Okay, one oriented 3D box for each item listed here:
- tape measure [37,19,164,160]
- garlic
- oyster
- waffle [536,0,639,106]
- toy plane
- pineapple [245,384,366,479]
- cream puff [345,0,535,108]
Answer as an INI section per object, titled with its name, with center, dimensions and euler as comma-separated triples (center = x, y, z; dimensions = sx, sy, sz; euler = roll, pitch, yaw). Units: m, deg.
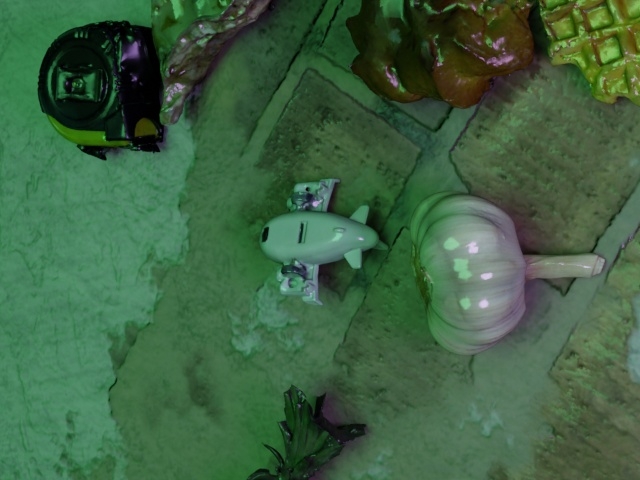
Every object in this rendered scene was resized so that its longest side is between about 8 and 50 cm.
[tape measure]
center = -0.314, -0.214, 1.928
dimensions = 0.186, 0.112, 0.199
euler = 2, 91, 32
[garlic]
center = 0.223, 0.024, 1.609
dimensions = 0.226, 0.199, 0.199
euler = -9, 86, 0
[oyster]
center = -0.132, -0.354, 1.837
dimensions = 0.396, 0.111, 0.204
euler = -47, 52, 23
[waffle]
center = 0.356, -0.314, 1.565
dimensions = 0.307, 0.060, 0.311
euler = 20, 99, 29
[toy plane]
center = -0.002, -0.001, 1.767
dimensions = 0.174, 0.080, 0.174
euler = -11, 68, 27
[pineapple]
center = -0.049, 0.327, 1.787
dimensions = 0.277, 0.119, 0.130
euler = -61, 20, 16
[cream puff]
center = 0.146, -0.271, 1.636
dimensions = 0.269, 0.155, 0.241
euler = 34, 114, 42
